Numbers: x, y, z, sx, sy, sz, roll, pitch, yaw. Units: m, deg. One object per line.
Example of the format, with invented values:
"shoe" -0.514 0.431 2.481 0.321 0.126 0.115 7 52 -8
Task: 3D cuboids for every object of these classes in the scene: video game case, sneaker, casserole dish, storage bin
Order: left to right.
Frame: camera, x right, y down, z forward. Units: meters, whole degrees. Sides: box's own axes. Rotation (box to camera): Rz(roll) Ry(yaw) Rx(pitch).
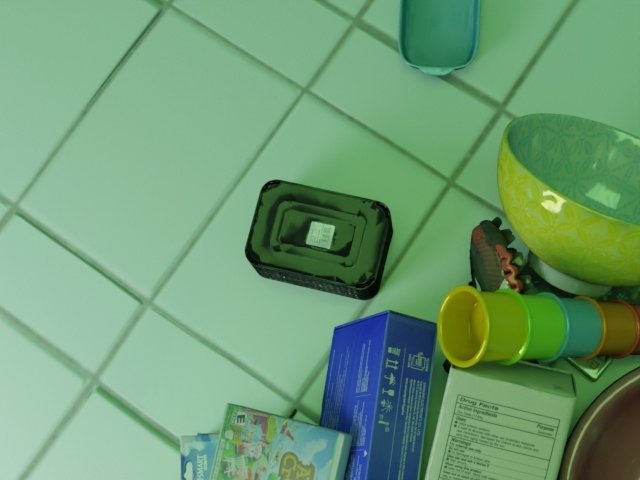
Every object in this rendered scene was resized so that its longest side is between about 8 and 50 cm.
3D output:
"video game case" -0.064 0.322 1.389 0.193 0.023 0.212 8 81 37
"storage bin" 0.000 0.000 1.522 0.180 0.084 0.122 12 78 10
"casserole dish" 0.170 -0.317 1.606 0.114 0.037 0.188 3 77 6
"sneaker" 0.215 0.112 1.449 0.135 0.097 0.276 -11 89 8
"video game case" 0.354 0.061 1.502 0.173 0.022 0.190 39 83 13

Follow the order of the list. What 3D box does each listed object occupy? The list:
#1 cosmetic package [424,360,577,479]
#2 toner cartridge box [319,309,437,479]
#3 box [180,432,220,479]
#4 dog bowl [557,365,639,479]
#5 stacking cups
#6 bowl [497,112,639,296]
"cosmetic package" 0.200 0.294 1.356 0.153 0.129 0.296 14 100 9
"toner cartridge box" 0.055 0.271 1.392 0.075 0.165 0.348 15 73 -20
"box" -0.092 0.304 1.477 0.178 0.042 0.109 -3 78 5
"dog bowl" 0.456 0.308 1.303 0.407 0.150 0.408 -9 66 21
"stacking cups" 0.294 0.112 1.360 0.316 0.096 0.096 6 74 -30
"bowl" 0.340 -0.024 1.414 0.289 0.289 0.156 25 121 11
